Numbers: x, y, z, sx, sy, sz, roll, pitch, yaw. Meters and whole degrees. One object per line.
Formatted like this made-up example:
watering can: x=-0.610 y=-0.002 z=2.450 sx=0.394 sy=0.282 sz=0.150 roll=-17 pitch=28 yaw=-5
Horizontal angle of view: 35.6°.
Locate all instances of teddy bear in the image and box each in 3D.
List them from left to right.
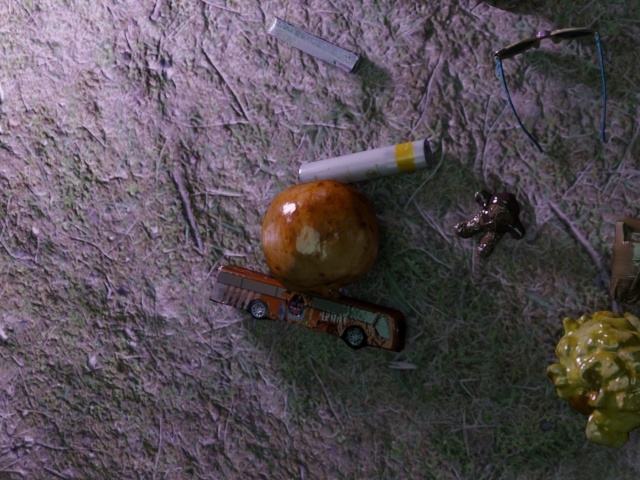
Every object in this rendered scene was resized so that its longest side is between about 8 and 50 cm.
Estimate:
teddy bear: x=0.328 y=-0.040 z=1.854 sx=0.119 sy=0.078 sz=0.160 roll=48 pitch=148 yaw=9

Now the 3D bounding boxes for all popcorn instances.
popcorn: x=0.509 y=0.238 z=1.760 sx=0.235 sy=0.181 sz=0.216 roll=31 pitch=108 yaw=23

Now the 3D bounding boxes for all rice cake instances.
rice cake: x=-0.015 y=-0.388 z=1.977 sx=0.211 sy=0.034 sz=0.043 roll=28 pitch=102 yaw=17

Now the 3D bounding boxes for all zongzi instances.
zongzi: x=0.606 y=0.044 z=1.761 sx=0.176 sy=0.078 sz=0.160 roll=7 pitch=103 yaw=17

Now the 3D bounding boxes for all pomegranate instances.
pomegranate: x=0.000 y=0.000 z=1.908 sx=0.248 sy=0.248 sz=0.248 roll=2 pitch=96 yaw=21

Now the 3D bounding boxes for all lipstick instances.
lipstick: x=0.086 y=-0.146 z=1.950 sx=0.264 sy=0.059 sz=0.059 roll=-9 pitch=92 yaw=22

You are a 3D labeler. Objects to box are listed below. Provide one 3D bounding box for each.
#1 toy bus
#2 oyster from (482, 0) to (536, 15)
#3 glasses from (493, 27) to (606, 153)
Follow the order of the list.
toy bus: x=-0.025 y=0.139 z=2.006 sx=0.409 sy=0.093 sz=0.092 roll=14 pitch=94 yaw=19
oyster: x=0.269 y=-0.541 z=1.806 sx=0.351 sy=0.158 sz=0.162 roll=50 pitch=152 yaw=2
glasses: x=0.431 y=-0.279 z=1.815 sx=0.190 sy=0.088 sz=0.220 roll=-12 pitch=111 yaw=21
